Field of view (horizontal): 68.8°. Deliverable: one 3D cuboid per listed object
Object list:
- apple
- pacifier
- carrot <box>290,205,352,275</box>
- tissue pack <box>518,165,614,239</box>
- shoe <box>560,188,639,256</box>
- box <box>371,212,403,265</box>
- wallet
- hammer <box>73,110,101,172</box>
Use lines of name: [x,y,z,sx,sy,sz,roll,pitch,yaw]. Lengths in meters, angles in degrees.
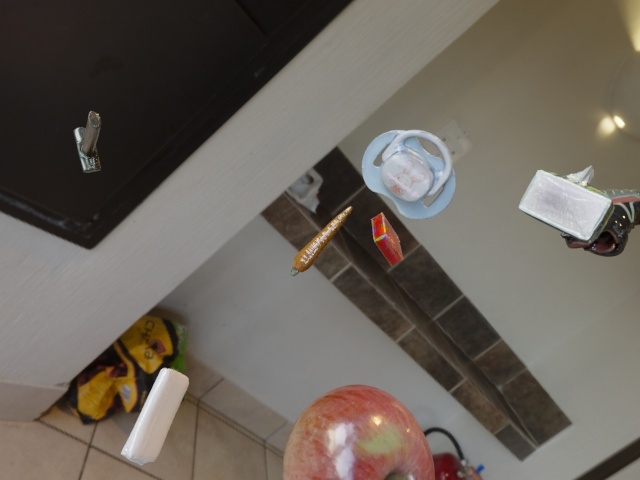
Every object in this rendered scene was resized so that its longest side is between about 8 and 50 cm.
apple: [0.066,0.473,0.952,0.345,0.345,0.269,46,-31,-23]
pacifier: [0.271,-0.210,1.390,0.287,0.238,0.226,35,19,2]
carrot: [0.000,0.000,1.699,0.069,0.336,0.069,40,3,-2]
tissue pack: [0.303,-0.049,0.559,0.085,0.079,0.111,33,18,31]
shoe: [0.624,-0.034,1.004,0.114,0.290,0.137,155,-69,-65]
box: [0.216,-0.007,1.516,0.112,0.048,0.175,52,17,-20]
wallet: [-0.338,0.364,0.968,0.033,0.190,0.095,7,-26,25]
hammer: [-0.528,-0.237,1.075,0.365,0.043,0.111,-2,-79,61]
